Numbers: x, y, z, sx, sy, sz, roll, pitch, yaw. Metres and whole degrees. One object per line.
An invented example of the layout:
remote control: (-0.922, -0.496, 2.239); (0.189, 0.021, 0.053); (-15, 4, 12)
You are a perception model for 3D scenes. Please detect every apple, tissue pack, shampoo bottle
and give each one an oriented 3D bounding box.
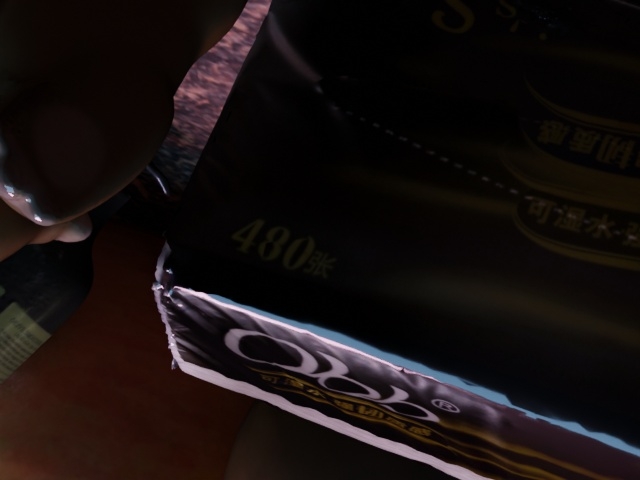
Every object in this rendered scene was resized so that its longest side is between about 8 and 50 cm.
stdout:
apple: (-0.152, 0.187, 1.154); (0.346, 0.392, 0.391); (13, 160, -4)
tissue pack: (0.132, 0.025, 0.705); (0.370, 0.210, 0.198); (20, 156, 7)
shampoo bottle: (-0.216, 0.038, 0.963); (0.101, 0.284, 0.101); (45, 174, 6)

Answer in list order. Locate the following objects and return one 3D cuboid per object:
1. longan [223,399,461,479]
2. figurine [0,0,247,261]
longan: (0.117, 0.183, 0.938); (0.360, 0.361, 0.361); (20, 159, 8)
figurine: (-0.145, -0.083, 0.633); (0.173, 0.247, 0.177); (-17, 137, 42)
